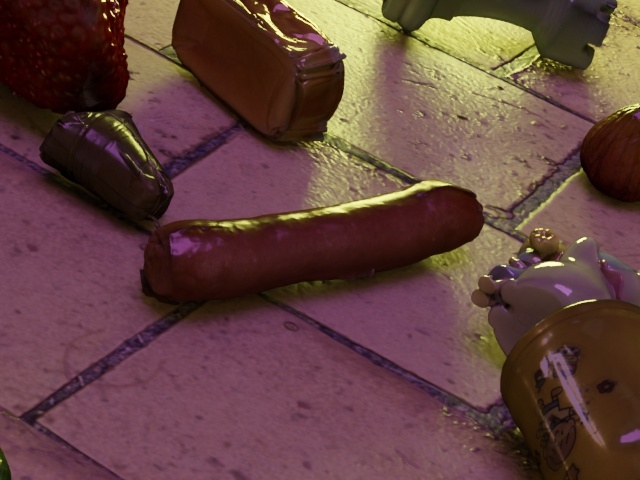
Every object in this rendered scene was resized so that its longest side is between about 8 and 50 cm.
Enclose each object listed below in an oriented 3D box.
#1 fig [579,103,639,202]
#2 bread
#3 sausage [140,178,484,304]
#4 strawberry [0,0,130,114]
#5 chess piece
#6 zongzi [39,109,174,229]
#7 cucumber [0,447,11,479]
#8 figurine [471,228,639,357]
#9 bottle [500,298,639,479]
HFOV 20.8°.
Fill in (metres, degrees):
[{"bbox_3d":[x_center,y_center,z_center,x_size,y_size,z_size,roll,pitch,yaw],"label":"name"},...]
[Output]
[{"bbox_3d":[0.381,-0.113,2.158,0.119,0.153,0.119,0,63,1],"label":"fig"},{"bbox_3d":[-0.073,-0.230,2.152,0.107,0.136,0.241,-17,46,-41],"label":"bread"},{"bbox_3d":[0.000,0.000,1.887,0.419,0.094,0.094,-11,15,-33],"label":"sausage"},{"bbox_3d":[-0.337,-0.300,2.043,0.267,0.312,0.351,-20,62,-12],"label":"strawberry"},{"bbox_3d":[0.250,-0.343,2.409,0.299,0.194,0.194,21,34,-6],"label":"chess piece"},{"bbox_3d":[-0.198,-0.085,1.967,0.189,0.081,0.178,35,24,15],"label":"zongzi"},{"bbox_3d":[-0.307,0.251,1.453,0.056,0.056,0.250,17,33,4],"label":"cucumber"},{"bbox_3d":[0.281,0.058,1.892,0.155,0.127,0.235,23,27,28],"label":"figurine"},{"bbox_3d":[0.295,0.225,1.609,0.171,0.171,0.351,2,37,-17],"label":"bottle"}]
